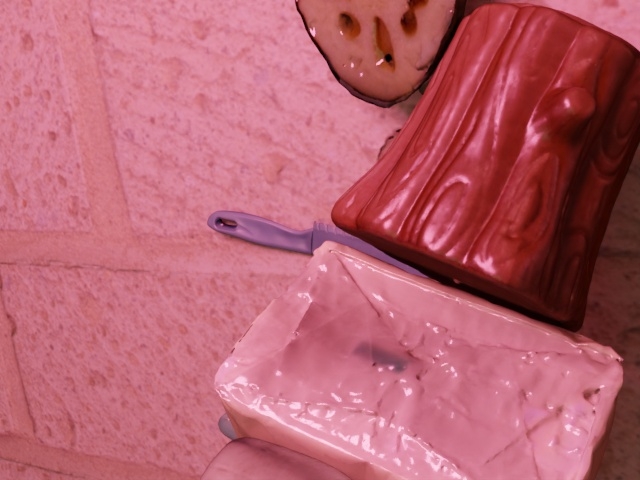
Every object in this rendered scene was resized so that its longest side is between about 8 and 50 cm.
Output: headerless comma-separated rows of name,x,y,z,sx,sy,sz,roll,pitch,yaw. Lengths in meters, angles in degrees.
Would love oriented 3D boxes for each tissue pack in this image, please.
tissue pack,0.098,0.215,0.828,0.297,0.207,0.380,20,146,26

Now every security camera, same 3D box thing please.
security camera,0.014,0.271,0.714,0.157,0.080,0.301,8,142,40

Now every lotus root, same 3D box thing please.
lotus root,0.066,-0.233,0.832,0.183,0.078,0.203,-32,80,47

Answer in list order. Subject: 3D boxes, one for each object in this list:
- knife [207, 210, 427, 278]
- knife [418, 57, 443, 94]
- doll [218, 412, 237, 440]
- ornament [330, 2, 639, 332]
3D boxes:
knife,0.000,0.000,1.019,0.313,0.019,0.044,13,110,27
knife,0.086,-0.285,0.861,0.043,0.020,0.293,-1,107,34
doll,-0.048,0.245,1.105,0.159,0.059,0.159,37,121,18
ornament,0.156,-0.064,0.742,0.235,0.221,0.217,24,86,0
